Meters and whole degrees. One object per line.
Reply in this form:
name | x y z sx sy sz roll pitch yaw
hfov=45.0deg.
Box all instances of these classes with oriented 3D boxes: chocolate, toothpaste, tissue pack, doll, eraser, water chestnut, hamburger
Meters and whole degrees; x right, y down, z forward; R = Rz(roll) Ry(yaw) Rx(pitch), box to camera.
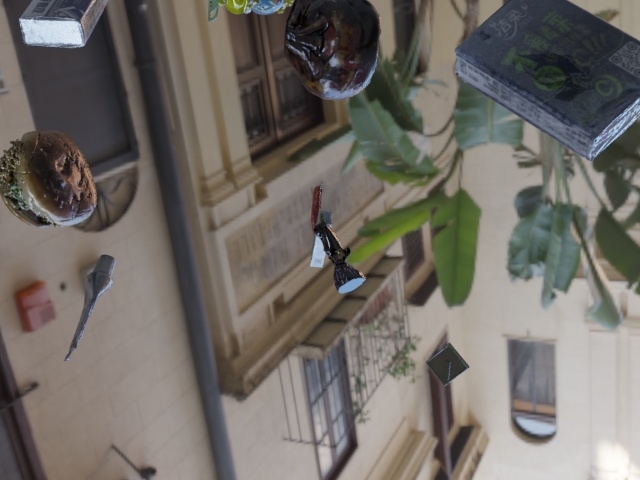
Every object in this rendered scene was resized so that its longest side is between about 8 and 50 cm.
chocolate | 0.037 0.029 1.565 0.070 0.147 0.072 -14 162 -16
toothpaste | 0.000 0.000 1.882 0.034 0.164 0.046 5 -131 -6
tissue pack | 0.538 -0.390 1.733 0.288 0.124 0.394 -41 -117 -16
doll | -0.179 -0.655 2.075 0.135 0.099 0.241 15 -156 37
eraser | -0.518 -0.472 1.578 0.124 0.068 0.210 0 -139 1
toothpaste | -0.576 0.161 1.930 0.068 0.099 0.283 9 -122 8
water chestnut | 0.023 -0.498 1.961 0.244 0.289 0.289 -3 -161 -7
hamburger | -0.680 -0.160 1.928 0.146 0.286 0.243 -14 -129 27

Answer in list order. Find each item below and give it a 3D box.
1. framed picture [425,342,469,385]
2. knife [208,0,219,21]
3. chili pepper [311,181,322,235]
framed picture | 0.264 0.259 1.614 0.006 0.066 0.089 -27 163 -44
knife | -0.234 -0.597 1.736 0.030 0.207 0.014 10 -169 8
chili pepper | -0.015 -0.100 2.449 0.027 0.178 0.045 4 174 7
